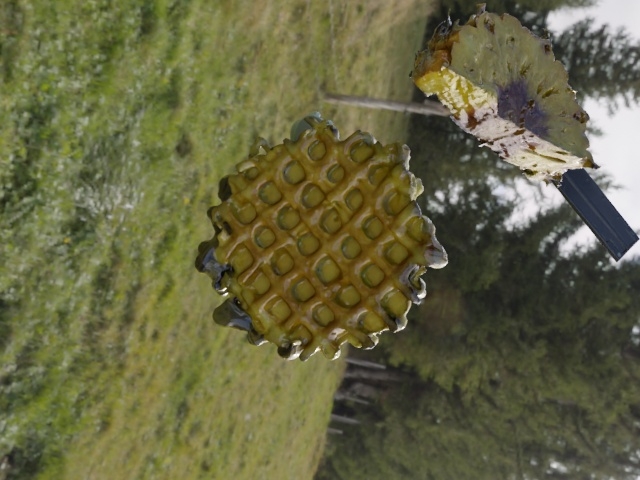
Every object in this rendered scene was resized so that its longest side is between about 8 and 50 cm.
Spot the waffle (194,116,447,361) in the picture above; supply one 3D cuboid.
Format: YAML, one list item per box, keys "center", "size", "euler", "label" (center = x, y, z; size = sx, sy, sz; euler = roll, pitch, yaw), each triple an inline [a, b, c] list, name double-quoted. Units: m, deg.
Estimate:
- center: [-0.011, 0.001, 0.898]
  size: [0.062, 0.329, 0.329]
  euler: [6, 97, -71]
  label: "waffle"

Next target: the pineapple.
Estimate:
- center: [0.196, -0.164, 0.740]
  size: [0.079, 0.233, 0.135]
  euler: [-23, -136, 46]
  label: "pineapple"

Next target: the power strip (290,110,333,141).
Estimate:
- center: [-0.019, -0.133, 0.965]
  size: [0.083, 0.055, 0.035]
  euler: [-54, 175, -11]
  label: "power strip"

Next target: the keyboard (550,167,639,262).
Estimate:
- center: [0.461, -0.055, 1.210]
  size: [0.064, 0.198, 0.010]
  euler: [-42, -173, -11]
  label: "keyboard"
